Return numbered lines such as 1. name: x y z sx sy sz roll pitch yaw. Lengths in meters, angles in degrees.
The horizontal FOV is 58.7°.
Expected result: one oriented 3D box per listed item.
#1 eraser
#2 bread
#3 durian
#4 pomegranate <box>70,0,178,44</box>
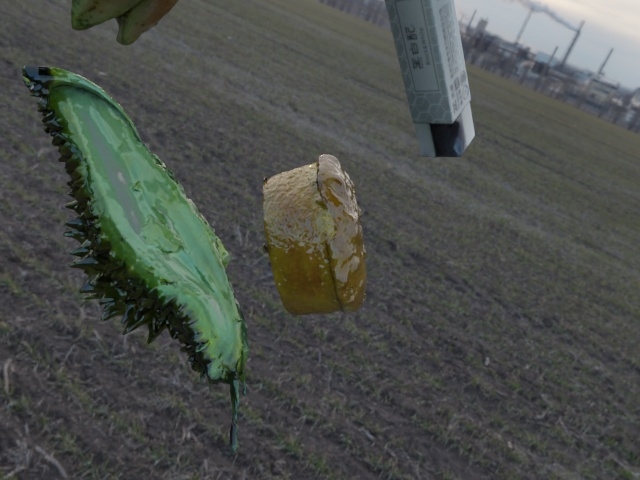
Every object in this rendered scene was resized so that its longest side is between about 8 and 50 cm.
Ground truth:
1. eraser: 0.211 -0.351 1.089 0.097 0.403 0.098 10 46 35
2. bread: 0.000 0.000 1.345 0.216 0.397 0.398 -9 25 4
3. durian: -0.157 0.011 0.517 0.132 0.107 0.375 -32 90 -25
4. pomegranate: -0.087 -0.260 0.410 0.236 0.302 0.235 31 34 -24
